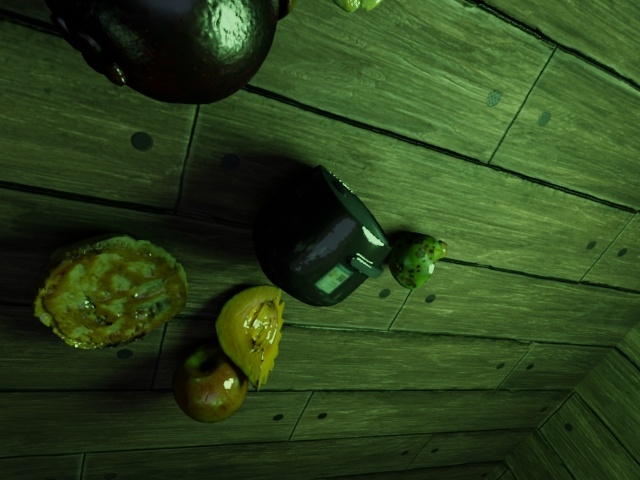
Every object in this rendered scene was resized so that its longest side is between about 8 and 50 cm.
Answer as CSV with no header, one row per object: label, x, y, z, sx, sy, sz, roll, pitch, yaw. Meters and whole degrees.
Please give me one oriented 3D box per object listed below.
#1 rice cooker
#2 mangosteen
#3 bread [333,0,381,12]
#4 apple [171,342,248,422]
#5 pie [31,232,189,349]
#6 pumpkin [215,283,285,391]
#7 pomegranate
rice cooker,0.000,0.000,0.841,0.224,0.267,0.267,-43,126,14
mangosteen,-0.175,-0.351,0.523,0.347,0.306,0.307,-51,129,-15
bread,0.048,-0.434,0.648,0.156,0.103,0.110,23,126,-25
apple,-0.276,0.366,1.038,0.195,0.196,0.196,-9,126,-12
pie,-0.440,0.112,0.875,0.314,0.092,0.315,-12,131,-14
pumpkin,-0.179,0.230,1.034,0.149,0.130,0.254,10,86,5
pomegranate,0.243,0.034,1.032,0.169,0.122,0.143,-42,168,-30
